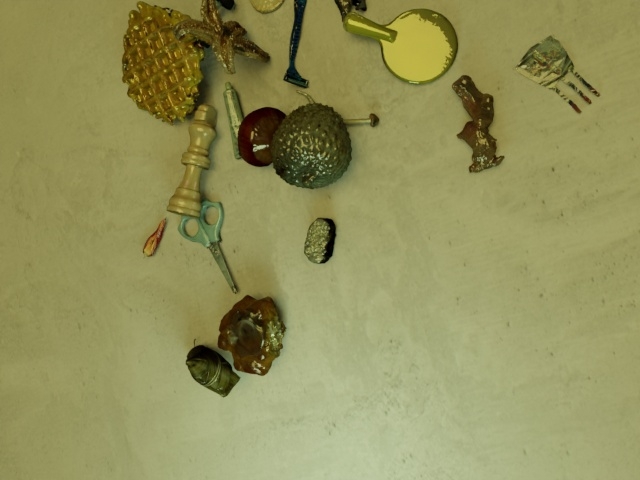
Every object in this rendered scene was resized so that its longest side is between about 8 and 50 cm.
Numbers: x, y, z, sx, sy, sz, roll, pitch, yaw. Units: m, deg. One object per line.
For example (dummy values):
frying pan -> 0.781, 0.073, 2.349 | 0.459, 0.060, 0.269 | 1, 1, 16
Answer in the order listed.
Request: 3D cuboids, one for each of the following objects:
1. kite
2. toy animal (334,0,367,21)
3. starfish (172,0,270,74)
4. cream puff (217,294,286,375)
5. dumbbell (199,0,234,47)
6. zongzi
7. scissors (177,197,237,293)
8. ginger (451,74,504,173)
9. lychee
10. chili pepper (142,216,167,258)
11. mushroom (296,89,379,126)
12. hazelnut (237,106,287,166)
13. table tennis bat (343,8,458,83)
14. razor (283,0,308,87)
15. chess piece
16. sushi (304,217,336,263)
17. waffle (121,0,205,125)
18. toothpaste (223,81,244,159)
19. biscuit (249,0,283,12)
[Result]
kite -> 0.697, -0.480, 1.515 | 0.141, 0.015, 0.245 | -43, 77, 14
toy animal -> 0.072, -0.784, 1.690 | 0.202, 0.070, 0.105 | 46, 120, 9
starfish -> -0.321, -0.674, 1.700 | 0.312, 0.303, 0.113 | 45, 129, -9
cream puff -> -0.225, 0.302, 1.714 | 0.241, 0.155, 0.269 | 36, 101, 16
dumbbell -> -0.387, -0.779, 1.814 | 0.100, 0.100, 0.191 | 36, 100, 15
zongzi -> -0.411, 0.386, 1.709 | 0.247, 0.241, 0.111 | 25, 71, 44
scissors -> -0.372, 0.028, 1.828 | 0.191, 0.029, 0.360 | -31, 80, 13
ginger -> 0.467, -0.352, 1.560 | 0.122, 0.084, 0.290 | -12, 89, 38
lychee -> -0.028, -0.290, 1.621 | 0.255, 0.255, 0.275 | -10, 65, 17
chili pepper -> -0.604, -0.011, 1.903 | 0.045, 0.027, 0.178 | 29, 98, 11
mushroom -> 0.046, -0.421, 1.707 | 0.306, 0.043, 0.068 | 21, 78, 18
hazelnut -> -0.183, -0.350, 1.726 | 0.170, 0.160, 0.201 | 47, 64, 1
table tennis bat -> 0.245, -0.626, 1.626 | 0.368, 0.054, 0.224 | 21, 98, 7
razor -> -0.083, -0.677, 1.745 | 0.056, 0.093, 0.325 | -2, 83, 53
chess piece -> -0.431, -0.279, 1.805 | 0.117, 0.117, 0.398 | 11, 85, 17
sushi -> 0.000, 0.000, 1.689 | 0.090, 0.078, 0.151 | 9, 92, 23
waffle -> -0.558, -0.614, 1.818 | 0.379, 0.095, 0.382 | 29, 118, 21
toothpaste -> -0.293, -0.419, 1.806 | 0.069, 0.047, 0.269 | -13, 87, -2
biscuit -> -0.183, -0.861, 1.793 | 0.151, 0.020, 0.152 | 0, 89, 18
